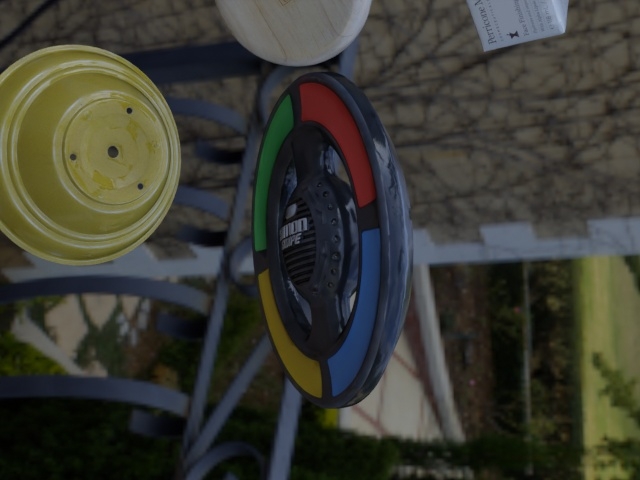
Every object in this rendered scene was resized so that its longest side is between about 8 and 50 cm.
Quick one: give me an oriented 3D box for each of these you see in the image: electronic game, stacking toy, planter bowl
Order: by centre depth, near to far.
[{"bbox_3d":[0.000,0.000,0.799,0.229,0.048,0.229,177,-90,-67],"label":"electronic game"},{"bbox_3d":[-0.212,-0.082,1.110,0.217,0.090,0.217,-1,93,-33],"label":"planter bowl"},{"bbox_3d":[0.010,-0.284,1.127,0.330,0.141,0.141,-63,143,-60],"label":"stacking toy"}]

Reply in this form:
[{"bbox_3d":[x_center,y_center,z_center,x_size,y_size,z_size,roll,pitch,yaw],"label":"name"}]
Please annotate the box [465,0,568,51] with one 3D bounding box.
[{"bbox_3d":[0.262,-0.391,1.612,0.181,0.119,0.182,62,30,-34],"label":"box"}]
